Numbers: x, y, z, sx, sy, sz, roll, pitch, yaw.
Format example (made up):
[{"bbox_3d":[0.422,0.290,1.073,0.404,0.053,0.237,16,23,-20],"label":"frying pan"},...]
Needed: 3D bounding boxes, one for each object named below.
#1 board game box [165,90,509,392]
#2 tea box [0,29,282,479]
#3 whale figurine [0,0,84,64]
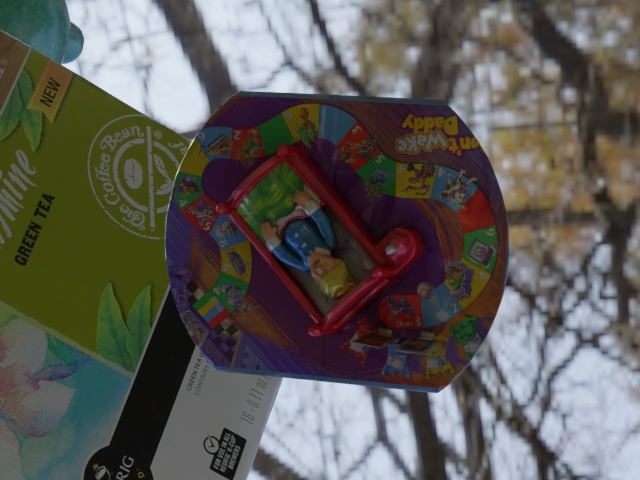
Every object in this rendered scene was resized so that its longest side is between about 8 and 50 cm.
[{"bbox_3d":[0.000,0.000,0.888,0.169,0.133,0.033,4,-176,20],"label":"board game box"},{"bbox_3d":[-0.212,0.079,1.476,0.323,0.220,0.329,29,-121,-19],"label":"tea box"},{"bbox_3d":[-0.291,-0.129,1.679,0.216,0.272,0.141,-22,-134,-25],"label":"whale figurine"}]
